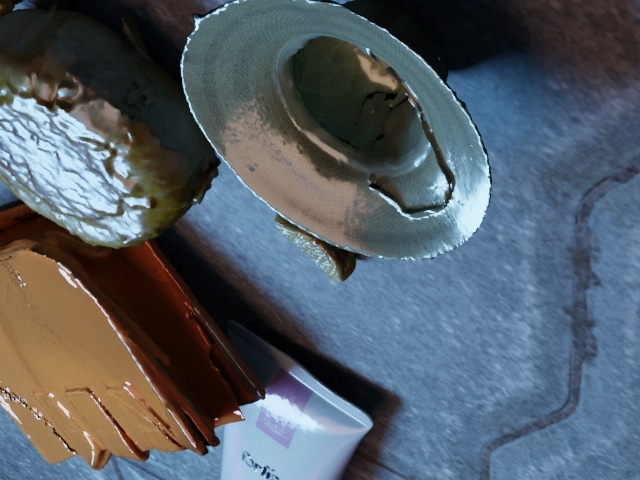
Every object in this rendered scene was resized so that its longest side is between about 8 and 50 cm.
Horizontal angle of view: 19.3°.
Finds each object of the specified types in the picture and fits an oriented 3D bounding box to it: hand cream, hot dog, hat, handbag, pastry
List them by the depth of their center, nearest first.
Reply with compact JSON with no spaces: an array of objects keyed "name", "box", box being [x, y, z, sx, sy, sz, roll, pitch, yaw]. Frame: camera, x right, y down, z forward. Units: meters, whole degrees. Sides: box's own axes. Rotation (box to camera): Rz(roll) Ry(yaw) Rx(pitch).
[{"name":"hat","box":[0.031,-0.111,1.358,0.252,0.110,0.252,23,143,18]},{"name":"pastry","box":[-0.206,-0.103,1.646,0.236,0.121,0.257,43,151,-16]},{"name":"hot dog","box":[0.000,0.000,1.673,0.090,0.030,0.034,44,152,-17]},{"name":"handbag","box":[-0.256,0.102,2.018,0.303,0.116,0.410,53,151,-14]},{"name":"hand cream","box":[-0.041,0.233,2.038,0.185,0.118,0.358,36,148,17]}]

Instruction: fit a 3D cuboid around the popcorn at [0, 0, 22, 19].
[{"name":"popcorn","box":[-0.292,-0.226,1.619,0.082,0.057,0.083,34,152,-11]}]
